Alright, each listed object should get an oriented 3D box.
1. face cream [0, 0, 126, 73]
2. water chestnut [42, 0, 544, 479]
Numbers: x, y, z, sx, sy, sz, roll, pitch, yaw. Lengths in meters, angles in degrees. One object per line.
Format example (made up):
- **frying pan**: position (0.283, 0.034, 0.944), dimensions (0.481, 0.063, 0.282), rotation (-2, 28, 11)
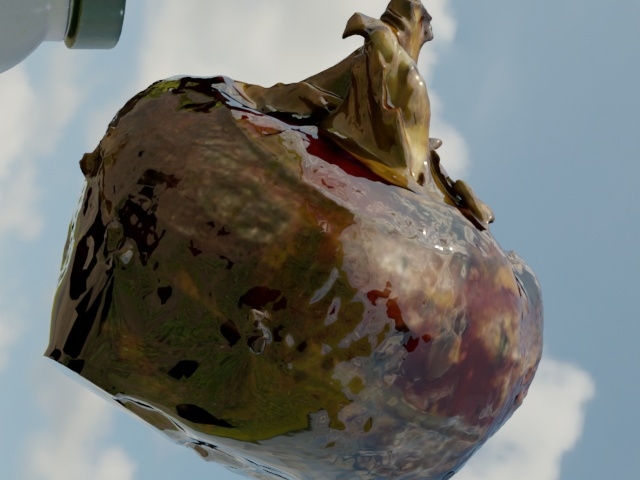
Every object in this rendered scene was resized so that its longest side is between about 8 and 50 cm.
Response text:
- **face cream**: position (-0.383, -0.297, 1.869), dimensions (0.219, 0.357, 0.312), rotation (-107, -158, -47)
- **water chestnut**: position (0.000, 0.000, 1.216), dimensions (0.347, 0.335, 0.335), rotation (-61, -156, 5)
